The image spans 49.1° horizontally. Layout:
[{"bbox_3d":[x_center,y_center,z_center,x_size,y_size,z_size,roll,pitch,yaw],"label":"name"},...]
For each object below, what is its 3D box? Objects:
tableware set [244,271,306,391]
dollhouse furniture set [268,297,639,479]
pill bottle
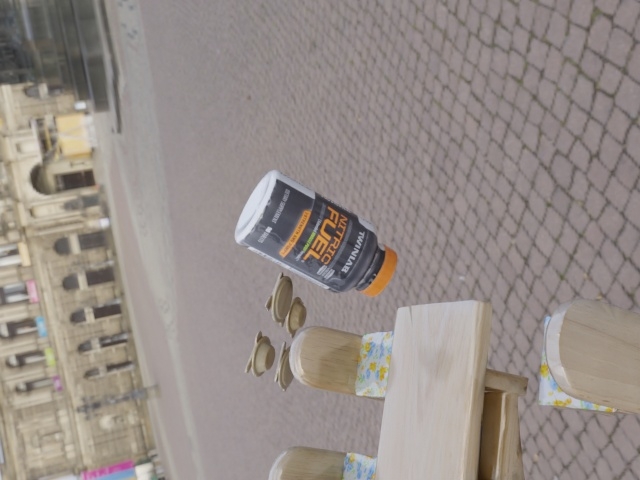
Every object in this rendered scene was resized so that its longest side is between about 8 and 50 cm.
[{"bbox_3d":[-0.054,0.130,0.977,0.168,0.020,0.141,55,-133,-63],"label":"tableware set"},{"bbox_3d":[0.049,0.237,0.564,0.362,0.257,0.394,-15,62,58],"label":"dollhouse furniture set"},{"bbox_3d":[0.000,0.000,1.106,0.130,0.246,0.130,-53,19,28],"label":"pill bottle"}]
